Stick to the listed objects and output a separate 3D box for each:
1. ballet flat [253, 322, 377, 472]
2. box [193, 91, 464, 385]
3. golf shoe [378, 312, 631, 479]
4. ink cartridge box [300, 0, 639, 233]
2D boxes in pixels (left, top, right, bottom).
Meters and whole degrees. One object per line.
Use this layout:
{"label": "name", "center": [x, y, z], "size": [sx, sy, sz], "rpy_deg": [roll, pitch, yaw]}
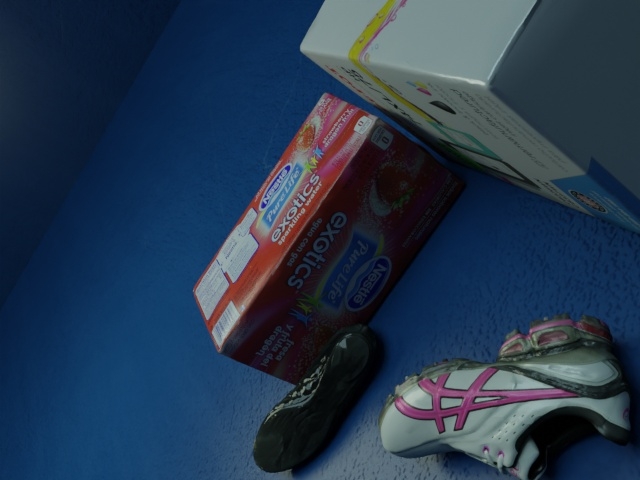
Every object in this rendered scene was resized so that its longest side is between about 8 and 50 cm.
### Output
{"label": "ballet flat", "center": [-0.002, 0.151, 0.601], "size": [0.173, 0.057, 0.049], "rpy_deg": [-52, -9, 11]}
{"label": "box", "center": [0.000, 0.000, 0.636], "size": [0.257, 0.122, 0.128], "rpy_deg": [-56, 31, 7]}
{"label": "golf shoe", "center": [0.111, 0.119, 0.428], "size": [0.186, 0.067, 0.086], "rpy_deg": [-35, 40, 35]}
{"label": "ink cartridge box", "center": [0.153, -0.161, 0.476], "size": [0.197, 0.198, 0.270], "rpy_deg": [-58, 30, 5]}
